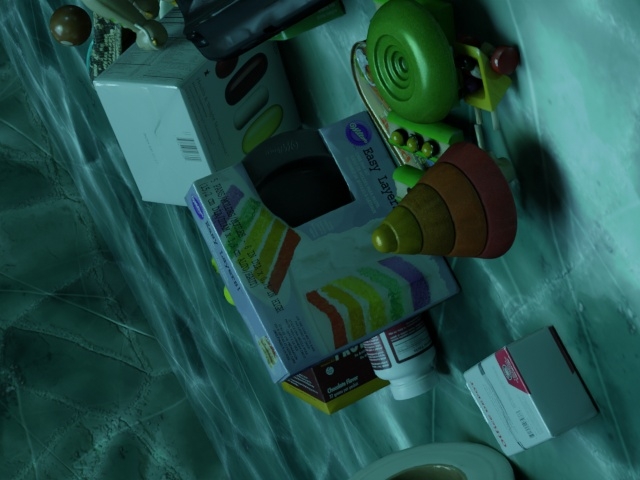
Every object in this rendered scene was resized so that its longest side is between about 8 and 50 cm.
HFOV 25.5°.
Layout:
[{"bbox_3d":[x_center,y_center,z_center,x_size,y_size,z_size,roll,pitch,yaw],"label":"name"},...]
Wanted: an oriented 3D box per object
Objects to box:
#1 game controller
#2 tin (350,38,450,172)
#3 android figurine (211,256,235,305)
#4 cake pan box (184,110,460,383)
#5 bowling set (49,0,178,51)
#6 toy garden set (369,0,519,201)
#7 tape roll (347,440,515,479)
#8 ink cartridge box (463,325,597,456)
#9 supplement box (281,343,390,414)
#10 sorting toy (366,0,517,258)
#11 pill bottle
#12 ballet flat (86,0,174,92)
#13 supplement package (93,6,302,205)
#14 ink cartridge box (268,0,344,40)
[{"bbox_3d":[-0.060,-0.317,1.560,0.319,0.067,0.166,-22,86,45],"label":"game controller"},{"bbox_3d":[0.094,-0.143,1.574,0.190,0.040,0.106,60,158,13],"label":"tin"},{"bbox_3d":[-0.069,-0.033,1.951,0.273,0.056,0.248,-20,54,60],"label":"android figurine"},{"bbox_3d":[0.000,0.000,1.687,0.267,0.245,0.070,64,159,9],"label":"cake pan box"},{"bbox_3d":[-0.237,-0.313,1.826,0.154,0.200,0.287,33,-156,-29],"label":"bowling set"},{"bbox_3d":[0.121,-0.117,1.432,0.204,0.049,0.244,28,134,51],"label":"toy garden set"},{"bbox_3d":[0.144,0.387,1.779,0.246,0.246,0.169,27,138,63],"label":"tape roll"},{"bbox_3d":[0.227,0.167,1.552,0.109,0.063,0.150,62,163,9],"label":"ink cartridge box"},{"bbox_3d":[0.001,0.119,2.026,0.191,0.129,0.194,14,127,68],"label":"supplement box"},{"bbox_3d":[0.055,-0.132,1.352,0.365,0.126,0.127,67,155,0],"label":"sorting toy"},{"bbox_3d":[0.096,0.124,1.831,0.152,0.086,0.086,68,162,-6],"label":"pill bottle"},{"bbox_3d":[-0.276,-0.338,2.219,0.182,0.164,0.483,38,153,15],"label":"ballet flat"},{"bbox_3d":[-0.156,-0.181,1.871,0.149,0.203,0.194,8,133,33],"label":"supplement package"},{"bbox_3d":[-0.068,-0.348,1.680,0.153,0.087,0.208,20,133,66],"label":"ink cartridge box"}]
